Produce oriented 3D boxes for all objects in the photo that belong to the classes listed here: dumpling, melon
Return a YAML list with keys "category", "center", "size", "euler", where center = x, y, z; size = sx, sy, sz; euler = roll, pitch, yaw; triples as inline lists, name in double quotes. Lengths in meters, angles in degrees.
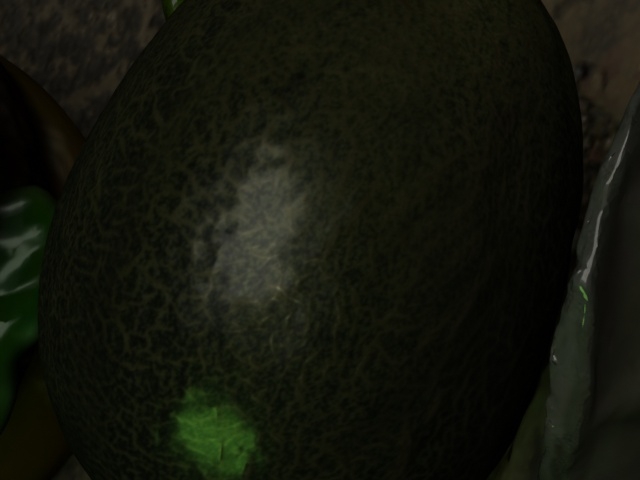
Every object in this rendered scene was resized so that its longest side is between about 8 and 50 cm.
- category: "dumpling"
  center: [0.199, 0.002, 0.533]
  size: [0.163, 0.204, 0.293]
  euler: [32, 78, 12]
- category: "melon"
  center: [0.000, 0.000, 0.574]
  size: [0.248, 0.248, 0.329]
  euler: [18, 82, 22]

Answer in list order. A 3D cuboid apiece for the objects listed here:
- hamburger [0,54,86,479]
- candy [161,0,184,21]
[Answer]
- category: "hamburger"
  center: [-0.335, 0.010, 0.670]
  size: [0.396, 0.277, 0.396]
  euler: [-5, 72, 16]
- category: "candy"
  center: [0.011, -0.143, 0.699]
  size: [0.209, 0.097, 0.097]
  euler: [5, 76, 12]
